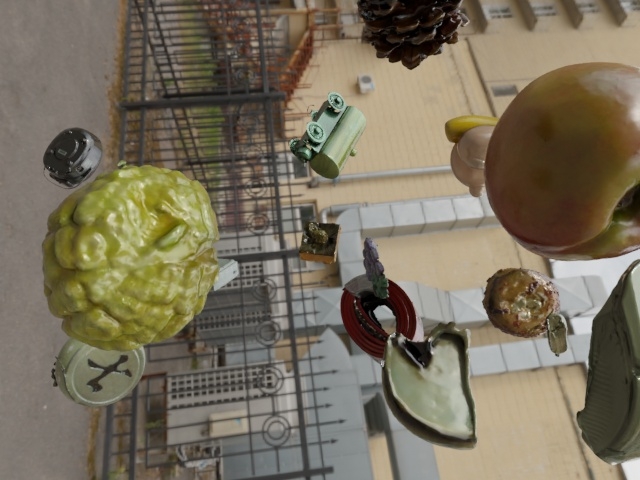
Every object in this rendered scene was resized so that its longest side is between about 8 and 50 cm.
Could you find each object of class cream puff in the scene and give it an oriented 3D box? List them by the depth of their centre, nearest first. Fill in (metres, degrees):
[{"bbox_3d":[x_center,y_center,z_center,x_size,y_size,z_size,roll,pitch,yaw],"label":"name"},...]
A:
[{"bbox_3d":[0.652,0.203,1.581,0.164,0.240,0.240,39,45,-80],"label":"cream puff"}]

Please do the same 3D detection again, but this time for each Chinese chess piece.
[{"bbox_3d":[-0.601,0.342,1.317,0.092,0.238,0.238,20,-60,46],"label":"Chinese chess piece"}]

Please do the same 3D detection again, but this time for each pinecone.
[{"bbox_3d":[0.123,-0.335,0.667,0.173,0.173,0.173,175,-90,-85],"label":"pinecone"}]

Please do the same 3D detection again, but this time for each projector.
[{"bbox_3d":[-0.347,0.103,1.537,0.147,0.115,0.061,-38,126,-63],"label":"projector"}]

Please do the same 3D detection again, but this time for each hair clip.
[{"bbox_3d":[0.169,0.083,1.441,0.124,0.052,0.195,104,-28,-65],"label":"hair clip"}]

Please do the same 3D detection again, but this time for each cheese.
[{"bbox_3d":[0.635,0.268,1.291,0.092,0.047,0.171,-63,141,-50],"label":"cheese"}]

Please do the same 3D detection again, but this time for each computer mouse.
[{"bbox_3d":[0.629,0.248,0.926,0.145,0.228,0.429,17,-74,60],"label":"computer mouse"}]

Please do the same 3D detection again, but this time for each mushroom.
[{"bbox_3d":[0.257,0.350,1.174,0.212,0.217,0.292,75,20,-60],"label":"mushroom"}]

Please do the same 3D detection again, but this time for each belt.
[{"bbox_3d":[0.193,0.245,1.549,0.324,0.227,0.115,58,2,38],"label":"belt"}]

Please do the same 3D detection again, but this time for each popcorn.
[{"bbox_3d":[-0.242,0.016,0.638,0.251,0.206,0.237,-158,-109,-71],"label":"popcorn"}]

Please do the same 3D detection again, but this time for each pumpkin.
[{"bbox_3d":[0.000,0.000,0.931,0.054,0.074,0.083,77,20,-53],"label":"pumpkin"}]

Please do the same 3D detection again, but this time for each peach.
[{"bbox_3d":[0.412,-0.128,0.773,0.332,0.308,0.308,-107,-168,-50],"label":"peach"}]

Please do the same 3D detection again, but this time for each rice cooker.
[{"bbox_3d":[-0.792,-0.266,1.538,0.203,0.142,0.118,-63,177,-13],"label":"rice cooker"}]

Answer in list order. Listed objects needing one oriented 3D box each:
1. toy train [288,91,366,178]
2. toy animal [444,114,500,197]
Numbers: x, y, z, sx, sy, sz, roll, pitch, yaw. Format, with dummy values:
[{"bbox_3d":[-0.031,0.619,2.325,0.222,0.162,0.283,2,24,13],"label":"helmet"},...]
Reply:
[{"bbox_3d":[0.026,-0.319,1.477,0.126,0.189,0.307,-22,-149,46],"label":"toy train"},{"bbox_3d":[0.573,-0.276,1.631,0.345,0.277,0.247,-102,-169,-61],"label":"toy animal"}]
